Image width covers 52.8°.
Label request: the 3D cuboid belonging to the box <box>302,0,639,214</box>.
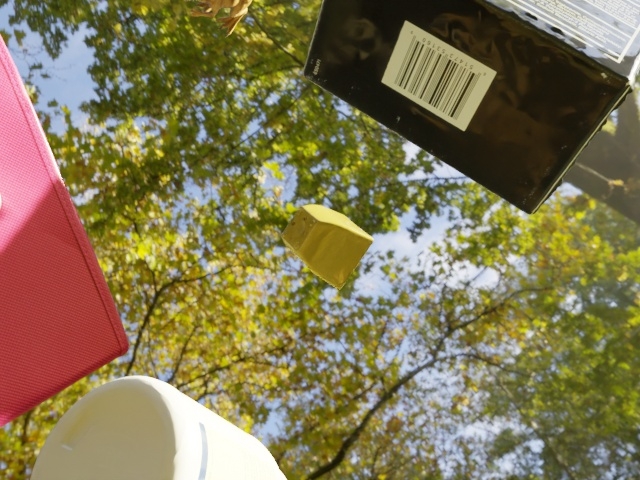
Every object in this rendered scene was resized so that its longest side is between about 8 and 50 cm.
[{"bbox_3d":[0.194,-0.230,0.715,0.294,0.296,0.182,-46,-15,-40],"label":"box"}]

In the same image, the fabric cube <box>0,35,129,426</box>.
[{"bbox_3d":[-0.325,0.021,0.371,0.258,0.259,0.254,-31,-76,-51],"label":"fabric cube"}]

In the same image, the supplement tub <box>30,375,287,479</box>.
[{"bbox_3d":[-0.191,0.345,0.866,0.235,0.235,0.325,-37,-42,0],"label":"supplement tub"}]

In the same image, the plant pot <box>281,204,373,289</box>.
[{"bbox_3d":[0.000,0.000,0.828,0.083,0.081,0.081,28,-81,-41],"label":"plant pot"}]

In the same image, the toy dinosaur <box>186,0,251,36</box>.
[{"bbox_3d":[-0.104,-0.322,0.842,0.212,0.112,0.064,-32,-82,-34],"label":"toy dinosaur"}]
